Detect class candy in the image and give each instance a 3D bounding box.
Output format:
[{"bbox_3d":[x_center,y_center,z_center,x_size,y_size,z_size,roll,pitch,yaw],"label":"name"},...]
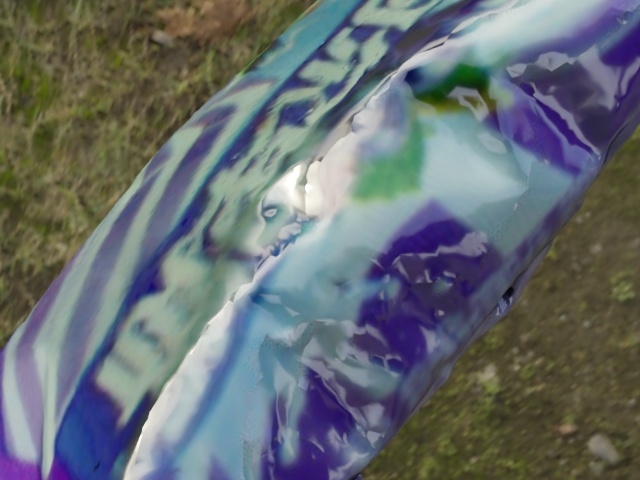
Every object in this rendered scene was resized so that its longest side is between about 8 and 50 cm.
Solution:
[{"bbox_3d":[0.000,0.000,0.374,0.070,0.145,0.275,44,79,-30],"label":"candy"}]
